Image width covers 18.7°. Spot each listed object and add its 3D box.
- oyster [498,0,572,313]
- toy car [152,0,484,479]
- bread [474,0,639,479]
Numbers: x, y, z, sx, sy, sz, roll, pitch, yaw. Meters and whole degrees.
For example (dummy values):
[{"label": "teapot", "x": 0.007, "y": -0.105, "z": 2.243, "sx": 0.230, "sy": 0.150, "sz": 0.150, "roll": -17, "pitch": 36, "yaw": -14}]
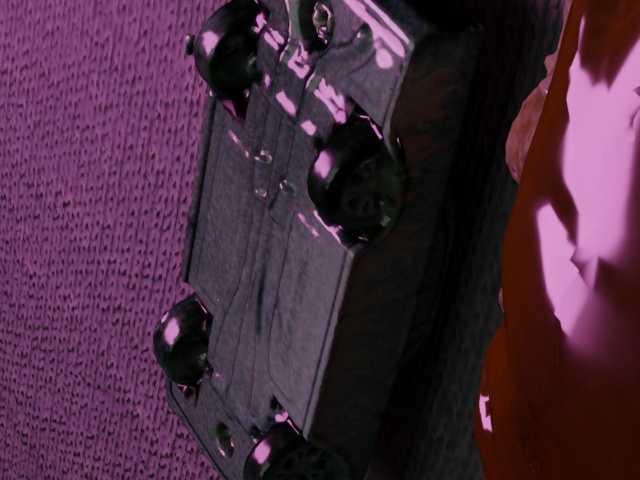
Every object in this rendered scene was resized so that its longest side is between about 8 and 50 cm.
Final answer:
[{"label": "oyster", "x": 0.116, "y": -0.109, "z": 0.649, "sx": 0.238, "sy": 0.115, "sz": 0.351, "roll": 46, "pitch": 139, "yaw": 42}, {"label": "toy car", "x": 0.000, "y": 0.000, "z": 0.917, "sx": 0.141, "sy": 0.097, "sz": 0.320, "roll": 49, "pitch": 140, "yaw": 38}, {"label": "bread", "x": 0.178, "y": 0.025, "z": 0.486, "sx": 0.250, "sy": 0.225, "sz": 0.279, "roll": 31, "pitch": 122, "yaw": 39}]
